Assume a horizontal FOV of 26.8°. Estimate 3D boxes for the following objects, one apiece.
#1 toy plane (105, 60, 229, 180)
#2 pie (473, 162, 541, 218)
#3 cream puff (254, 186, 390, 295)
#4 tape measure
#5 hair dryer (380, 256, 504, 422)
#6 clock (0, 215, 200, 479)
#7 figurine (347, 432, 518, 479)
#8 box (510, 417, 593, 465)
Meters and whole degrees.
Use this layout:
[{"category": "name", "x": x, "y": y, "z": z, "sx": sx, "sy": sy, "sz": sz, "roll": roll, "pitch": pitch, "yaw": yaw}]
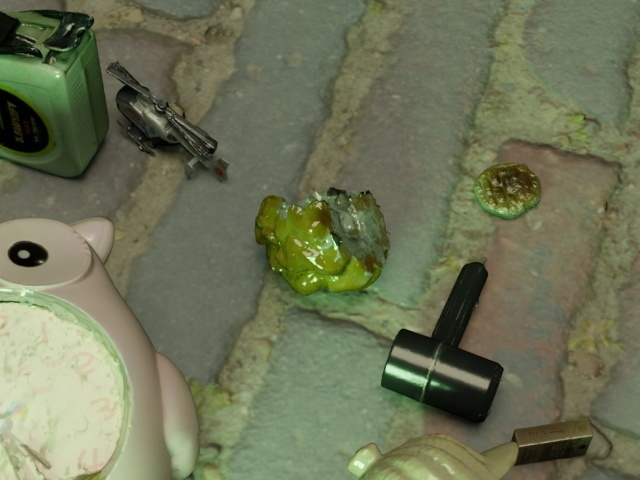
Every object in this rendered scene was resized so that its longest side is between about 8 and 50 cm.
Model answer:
[{"category": "toy plane", "x": -0.189, "y": -0.137, "z": 1.656, "sx": 0.197, "sy": 0.078, "sz": 0.053, "roll": 42, "pitch": 63, "yaw": 7}, {"category": "pie", "x": 0.228, "y": -0.063, "z": 1.644, "sx": 0.084, "sy": 0.020, "sz": 0.084, "roll": 1, "pitch": 57, "yaw": -1}, {"category": "cream puff", "x": -0.001, "y": 0.000, "z": 1.552, "sx": 0.156, "sy": 0.156, "sz": 0.121, "roll": -9, "pitch": 100, "yaw": -6}, {"category": "tape measure", "x": -0.356, "y": -0.200, "z": 1.598, "sx": 0.207, "sy": 0.235, "sz": 0.115, "roll": 20, "pitch": 57, "yaw": 12}, {"category": "hair dryer", "x": 0.160, "y": 0.098, "z": 1.521, "sx": 0.124, "sy": 0.071, "sz": 0.219, "roll": 19, "pitch": 51, "yaw": 9}, {"category": "clock", "x": -0.311, "y": 0.171, "z": 1.356, "sx": 0.368, "sy": 0.250, "sz": 0.376, "roll": -9, "pitch": 64, "yaw": -5}, {"category": "figurine", "x": 0.137, "y": 0.340, "z": 1.291, "sx": 0.204, "sy": 0.185, "sz": 0.332, "roll": 12, "pitch": 45, "yaw": -36}, {"category": "box", "x": 0.247, "y": 0.217, "z": 1.445, "sx": 0.083, "sy": 0.053, "sz": 0.024, "roll": -7, "pitch": 58, "yaw": -3}]
